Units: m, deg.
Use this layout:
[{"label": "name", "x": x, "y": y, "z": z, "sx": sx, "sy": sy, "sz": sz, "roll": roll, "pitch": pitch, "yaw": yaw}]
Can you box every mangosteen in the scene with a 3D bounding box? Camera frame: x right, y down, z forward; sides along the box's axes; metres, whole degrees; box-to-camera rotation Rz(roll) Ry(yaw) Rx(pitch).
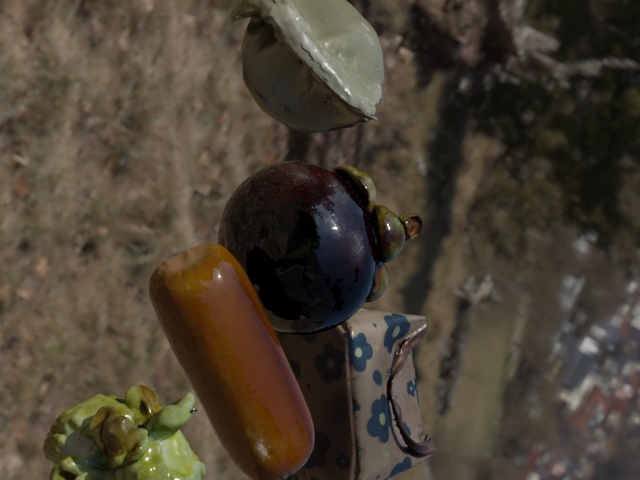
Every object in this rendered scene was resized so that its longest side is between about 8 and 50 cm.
[{"label": "mangosteen", "x": 0.000, "y": 0.000, "z": 1.653, "sx": 0.230, "sy": 0.194, "sz": 0.194, "roll": -20, "pitch": 147, "yaw": -21}]

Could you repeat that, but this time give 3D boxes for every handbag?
[{"label": "handbag", "x": 0.046, "y": 0.205, "z": 2.009, "sx": 0.193, "sy": 0.190, "sz": 0.251, "roll": -6, "pitch": 95, "yaw": -46}]

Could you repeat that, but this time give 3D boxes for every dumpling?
[{"label": "dumpling", "x": -0.018, "y": -0.161, "z": 1.265, "sx": 0.118, "sy": 0.136, "sz": 0.199, "roll": -53, "pitch": -152, "yaw": 3}]

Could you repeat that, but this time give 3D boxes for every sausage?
[{"label": "sausage", "x": -0.088, "y": 0.132, "z": 1.563, "sx": 0.105, "sy": 0.105, "sz": 0.274, "roll": -46, "pitch": 119, "yaw": -47}]

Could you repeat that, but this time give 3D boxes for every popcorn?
[{"label": "popcorn", "x": -0.160, "y": 0.192, "z": 1.245, "sx": 0.135, "sy": 0.141, "sz": 0.162, "roll": 36, "pitch": 78, "yaw": -34}]
